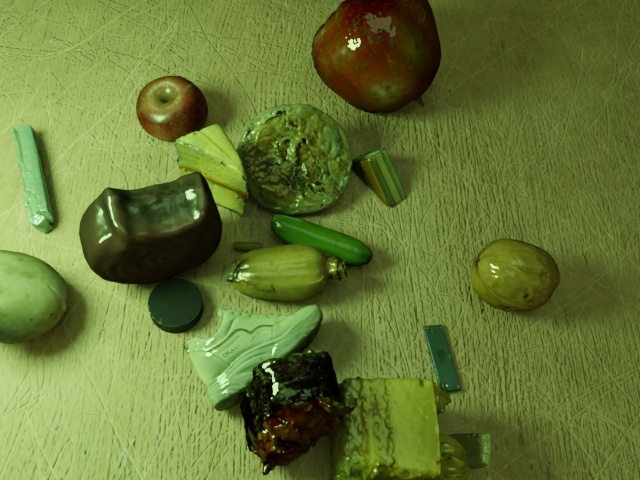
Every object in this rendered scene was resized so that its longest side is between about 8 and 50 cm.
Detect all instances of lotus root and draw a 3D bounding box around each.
[{"bbox_3d":[-0.089,0.084,1.528,0.304,0.131,0.146,-3,85,-9],"label":"lotus root"}]

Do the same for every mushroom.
[{"bbox_3d":[-0.709,0.128,1.381,0.255,0.184,0.255,20,23,-9],"label":"mushroom"}]

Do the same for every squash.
[{"bbox_3d":[0.001,0.001,1.615,0.293,0.082,0.082,20,60,4],"label":"squash"}]

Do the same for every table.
[{"bbox_3d":[-0.361,0.162,1.492,0.134,0.043,0.133,3,60,-6],"label":"table"}]

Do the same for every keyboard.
[{"bbox_3d":[0.310,0.300,1.531,0.055,0.014,0.176,-5,62,-12],"label":"keyboard"}]

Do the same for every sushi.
[{"bbox_3d":[-0.054,0.355,1.263,0.197,0.343,0.181,-11,61,-26],"label":"sushi"}]

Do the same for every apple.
[{"bbox_3d":[-0.424,-0.372,1.722,0.201,0.162,0.201,-1,67,2],"label":"apple"}]

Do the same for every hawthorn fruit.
[{"bbox_3d":[0.194,-0.561,1.813,0.403,0.402,0.402,4,61,-6],"label":"hawthorn fruit"}]

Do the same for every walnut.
[{"bbox_3d":[0.512,0.094,1.574,0.222,0.195,0.195,11,60,-8],"label":"walnut"}]

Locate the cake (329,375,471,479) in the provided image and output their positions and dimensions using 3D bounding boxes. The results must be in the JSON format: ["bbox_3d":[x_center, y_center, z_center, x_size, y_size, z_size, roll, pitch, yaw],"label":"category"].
[{"bbox_3d":[0.172,0.431,1.321,0.286,0.222,0.227,2,63,-8],"label":"cake"}]

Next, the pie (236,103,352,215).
[{"bbox_3d":[-0.073,-0.226,1.671,0.340,0.077,0.338,0,91,-11],"label":"pie"}]

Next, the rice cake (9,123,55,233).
[{"bbox_3d":[-0.771,-0.170,1.606,0.063,0.066,0.336,-20,65,-9],"label":"rice cake"}]

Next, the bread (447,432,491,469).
[{"bbox_3d":[0.308,0.477,1.357,0.105,0.152,0.077,12,59,-7],"label":"bread"}]

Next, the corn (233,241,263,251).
[{"bbox_3d":[-0.194,0.017,1.608,0.083,0.028,0.027,5,45,-1],"label":"corn"}]

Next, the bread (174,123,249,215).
[{"bbox_3d":[-0.278,-0.157,1.569,0.135,0.240,0.178,-25,67,-20],"label":"bread"}]

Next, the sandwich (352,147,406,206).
[{"bbox_3d":[0.169,-0.182,1.780,0.079,0.113,0.163,-33,105,-24],"label":"sandwich"}]

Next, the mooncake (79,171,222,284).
[{"bbox_3d":[-0.390,-0.026,1.445,0.326,0.334,0.174,9,51,-51],"label":"mooncake"}]

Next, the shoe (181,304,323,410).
[{"bbox_3d":[-0.163,0.225,1.435,0.342,0.132,0.210,-35,74,-20],"label":"shoe"}]
